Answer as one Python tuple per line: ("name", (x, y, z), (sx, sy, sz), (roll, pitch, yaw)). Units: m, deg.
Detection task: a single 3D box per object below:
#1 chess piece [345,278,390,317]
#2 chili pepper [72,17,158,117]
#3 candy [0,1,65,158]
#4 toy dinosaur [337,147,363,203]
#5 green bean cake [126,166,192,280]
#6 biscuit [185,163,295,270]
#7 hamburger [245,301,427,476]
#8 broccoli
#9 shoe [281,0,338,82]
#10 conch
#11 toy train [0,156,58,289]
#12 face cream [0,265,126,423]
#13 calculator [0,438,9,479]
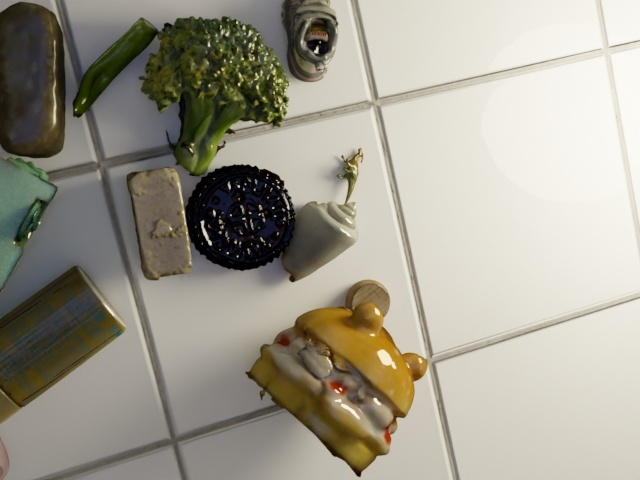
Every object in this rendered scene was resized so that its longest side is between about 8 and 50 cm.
("chess piece", (0.088, 0.113, 1.433), (0.083, 0.038, 0.084), (-1, 94, -18))
("chili pepper", (-0.345, -0.284, 1.276), (0.050, 0.052, 0.202), (39, 85, 15))
("candy", (-0.457, -0.247, 1.223), (0.102, 0.104, 0.234), (-2, 94, -10))
("toy dinosaur", (0.050, -0.118, 1.408), (0.041, 0.026, 0.113), (24, 79, -32))
("green bean cake", (-0.267, -0.030, 1.288), (0.085, 0.109, 0.179), (-9, 96, -14))
("biscuit", (-0.138, -0.039, 1.350), (0.194, 0.053, 0.195), (-1, 94, -14))
("hamburger", (0.036, 0.227, 1.315), (0.276, 0.276, 0.237), (44, 82, -14))
("broccoli", (-0.170, -0.239, 1.260), (0.242, 0.180, 0.273), (19, 89, -17))
("shoe", (-0.016, -0.367, 1.338), (0.089, 0.092, 0.180), (-1, 95, -15))
("conch", (-0.002, -0.006, 1.390), (0.104, 0.094, 0.176), (36, 113, -26))
("toy train", (-0.530, 0.020, 1.197), (0.129, 0.159, 0.327), (28, 83, -18))
("face cream", (-0.473, 0.178, 1.269), (0.285, 0.067, 0.139), (-37, 102, -10))
("calculator", (-0.557, 0.353, 1.254), (0.103, 0.024, 0.166), (-33, 105, -53))
